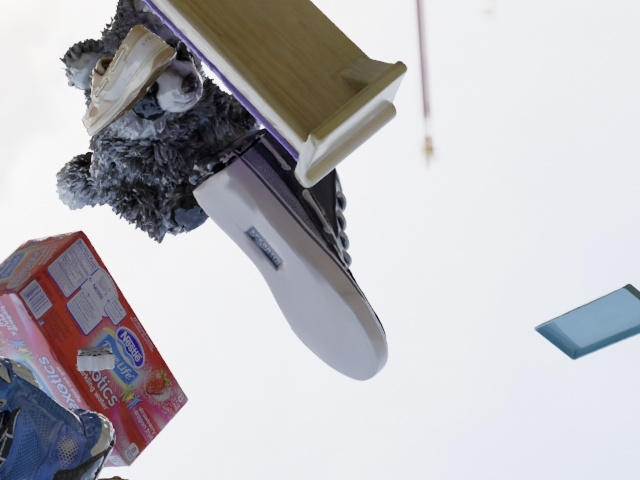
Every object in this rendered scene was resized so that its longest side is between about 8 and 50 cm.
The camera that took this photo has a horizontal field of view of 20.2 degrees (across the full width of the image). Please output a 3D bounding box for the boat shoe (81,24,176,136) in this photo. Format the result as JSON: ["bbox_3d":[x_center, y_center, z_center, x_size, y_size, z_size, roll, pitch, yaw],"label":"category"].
[{"bbox_3d":[-0.218,-0.177,1.956,0.059,0.170,0.063,48,-137,0],"label":"boat shoe"}]

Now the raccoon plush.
[{"bbox_3d":[-0.292,-0.156,2.368,0.446,0.299,0.216,-15,-142,38],"label":"raccoon plush"}]

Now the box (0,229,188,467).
[{"bbox_3d":[-0.285,0.130,2.089,0.122,0.257,0.128,-8,-150,44],"label":"box"}]

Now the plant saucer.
[{"bbox_3d":[0.327,0.094,2.104,0.018,0.067,0.192,-58,-167,-28],"label":"plant saucer"}]

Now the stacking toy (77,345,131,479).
[{"bbox_3d":[-0.321,0.209,1.959,0.221,0.167,0.052,-5,-171,-8],"label":"stacking toy"}]

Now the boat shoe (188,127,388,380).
[{"bbox_3d":[0.000,0.000,2.229,0.158,0.340,0.127,-41,-172,-40],"label":"boat shoe"}]

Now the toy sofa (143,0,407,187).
[{"bbox_3d":[-0.083,-0.236,2.086,0.150,0.177,0.362,-40,-100,-23],"label":"toy sofa"}]

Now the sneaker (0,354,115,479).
[{"bbox_3d":[-0.282,0.154,1.459,0.330,0.147,0.130,20,-99,57],"label":"sneaker"}]
